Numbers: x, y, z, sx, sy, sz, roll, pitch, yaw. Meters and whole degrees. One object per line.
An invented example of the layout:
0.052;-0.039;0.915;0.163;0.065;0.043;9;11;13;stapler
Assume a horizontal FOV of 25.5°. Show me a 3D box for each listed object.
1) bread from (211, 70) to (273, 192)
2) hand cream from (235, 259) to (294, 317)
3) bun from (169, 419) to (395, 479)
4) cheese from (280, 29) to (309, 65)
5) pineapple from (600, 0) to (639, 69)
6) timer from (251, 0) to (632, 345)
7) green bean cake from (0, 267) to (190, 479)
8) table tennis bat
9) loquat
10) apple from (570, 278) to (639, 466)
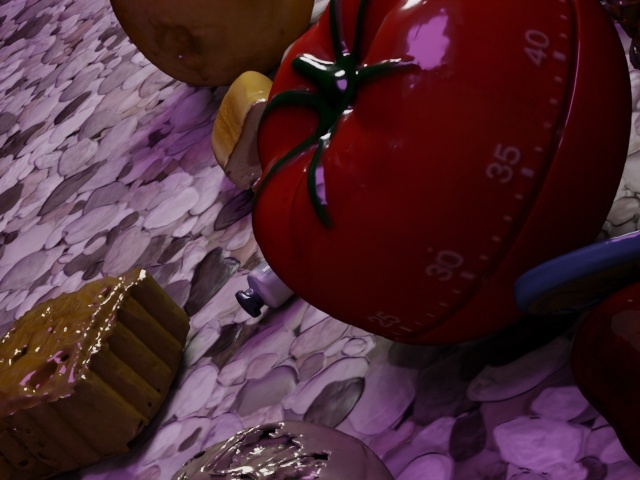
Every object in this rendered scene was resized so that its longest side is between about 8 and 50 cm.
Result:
-0.083;-0.142;1.856;0.173;0.085;0.134;-114;45;-63;bread
0.000;0.000;1.601;0.234;0.050;0.080;-41;26;-17;hand cream
-0.064;0.254;1.158;0.287;0.146;0.287;-29;25;15;bun
0.145;-0.247;1.718;0.328;0.129;0.351;-40;29;-11;cheese
0.396;-0.277;1.256;0.352;0.300;0.352;-25;17;8;pineapple
0.111;-0.091;1.286;0.378;0.279;0.378;-53;25;38;timer
-0.279;0.151;1.592;0.224;0.131;0.229;-20;31;34;green bean cake
0.307;0.001;1.091;0.329;0.215;0.044;-19;74;20;table tennis bat
-0.158;-0.389;2.098;0.328;0.328;0.328;-28;28;17;loquat
0.271;0.088;1.026;0.158;0.147;0.156;-35;6;2;apple
